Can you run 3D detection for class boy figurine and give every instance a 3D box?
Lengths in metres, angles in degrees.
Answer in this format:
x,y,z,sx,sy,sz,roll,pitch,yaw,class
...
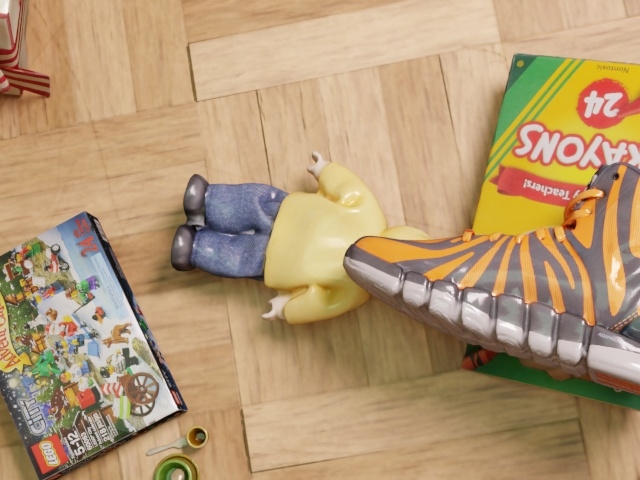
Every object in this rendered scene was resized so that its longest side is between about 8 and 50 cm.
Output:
x,y,z,sx,sy,sz,roll,pitch,yaw,class
0.000,0.000,1.075,0.285,0.092,0.177,9,81,8,boy figurine

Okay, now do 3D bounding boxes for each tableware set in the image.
x,y,z,sx,sy,sz,roll,pitch,yaw,class
-0.110,0.263,1.073,0.104,0.024,0.154,-20,78,2,tableware set

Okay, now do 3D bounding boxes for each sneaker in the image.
x,y,z,sx,sy,sz,roll,pitch,yaw,class
0.190,0.011,0.946,0.321,0.124,0.180,17,81,16,sneaker

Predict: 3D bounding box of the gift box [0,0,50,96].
x,y,z,sx,sy,sz,roll,pitch,yaw,class
-0.403,-0.277,1.098,0.255,0.276,0.258,5,76,-6,gift box

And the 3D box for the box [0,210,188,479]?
x,y,z,sx,sy,sz,roll,pitch,yaw,class
-0.259,0.109,1.108,0.159,0.044,0.233,-28,78,1,box

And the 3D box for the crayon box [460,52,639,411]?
x,y,z,sx,sy,sz,roll,pitch,yaw,class
0.254,-0.012,1.025,0.202,0.081,0.318,10,81,25,crayon box
